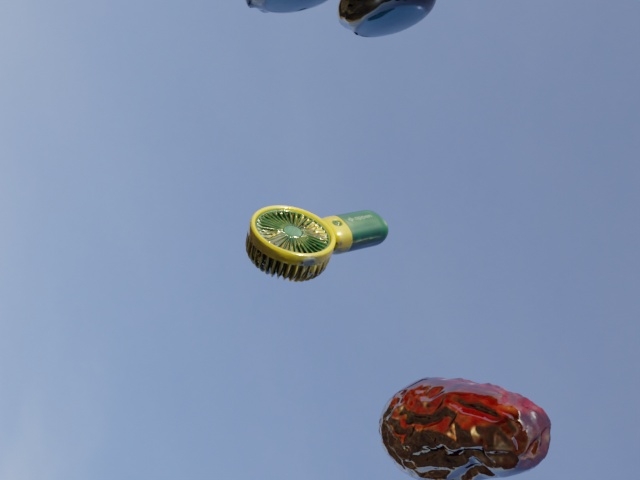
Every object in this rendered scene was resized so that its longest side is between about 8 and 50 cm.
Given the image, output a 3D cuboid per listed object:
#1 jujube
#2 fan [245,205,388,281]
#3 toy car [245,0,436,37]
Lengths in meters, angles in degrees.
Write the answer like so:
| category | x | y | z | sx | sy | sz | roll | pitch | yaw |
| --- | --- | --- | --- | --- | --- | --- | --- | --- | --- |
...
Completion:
| category | x | y | z | sx | sy | sz | roll | pitch | yaw |
| --- | --- | --- | --- | --- | --- | --- | --- | --- | --- |
| jujube | 0.095 | 0.128 | 0.821 | 0.129 | 0.077 | 0.077 | -7 | -96 | 51 |
| fan | 0.000 | 0.000 | 1.166 | 0.082 | 0.155 | 0.039 | 46 | -48 | 38 |
| toy car | 0.039 | -0.241 | 0.653 | 0.198 | 0.247 | 0.204 | -24 | -104 | 36 |
